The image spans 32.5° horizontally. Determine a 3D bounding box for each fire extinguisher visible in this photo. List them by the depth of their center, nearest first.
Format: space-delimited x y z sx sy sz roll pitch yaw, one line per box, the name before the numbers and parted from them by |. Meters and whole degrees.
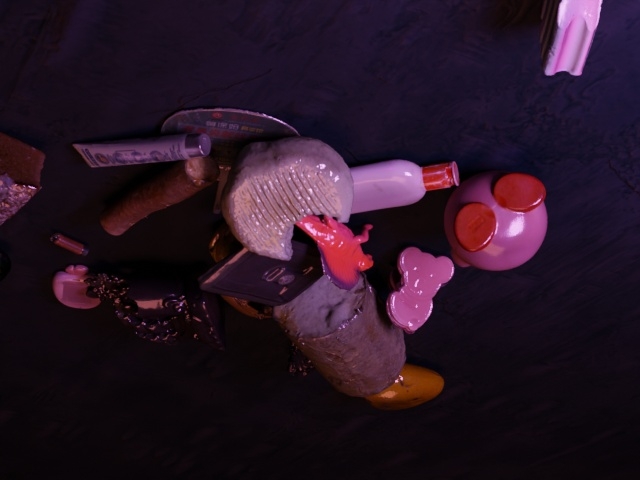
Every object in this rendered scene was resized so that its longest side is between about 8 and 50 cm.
fire extinguisher | -0.468 0.006 2.030 0.083 0.022 0.028 30 177 -39

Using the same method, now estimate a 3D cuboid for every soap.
soap | 0.313 -0.290 1.375 0.056 0.100 0.149 0 150 0

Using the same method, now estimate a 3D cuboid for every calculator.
calculator | -0.483 0.094 2.190 0.103 0.024 0.166 5 149 -5

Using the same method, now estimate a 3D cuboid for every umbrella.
umbrella | -0.031 0.233 2.366 0.070 0.071 0.248 5 149 -5

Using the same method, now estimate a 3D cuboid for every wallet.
wallet | -0.088 0.054 1.913 0.168 0.052 0.245 -35 154 24

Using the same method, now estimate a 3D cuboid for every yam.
yam | -0.276 -0.074 1.825 0.066 0.066 0.299 23 150 -33
yam | 0.049 0.172 2.132 0.195 0.195 0.300 -9 148 20

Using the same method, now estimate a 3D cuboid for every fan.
fan | -0.125 -0.133 1.777 0.223 0.012 0.294 -8 149 16

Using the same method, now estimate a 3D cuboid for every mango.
mango | 0.188 0.331 2.497 0.195 0.098 0.137 0 147 -7

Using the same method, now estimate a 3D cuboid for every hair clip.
hair clip | 0.177 0.090 2.028 0.123 0.138 0.102 25 139 -22

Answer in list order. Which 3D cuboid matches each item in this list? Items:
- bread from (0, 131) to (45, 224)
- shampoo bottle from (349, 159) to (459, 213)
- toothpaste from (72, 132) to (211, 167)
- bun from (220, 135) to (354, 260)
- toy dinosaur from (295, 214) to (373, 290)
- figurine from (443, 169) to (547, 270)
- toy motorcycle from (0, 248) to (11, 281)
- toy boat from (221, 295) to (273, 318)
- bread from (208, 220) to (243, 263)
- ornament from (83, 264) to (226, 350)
bread | -0.650 -0.145 1.688 0.416 0.113 0.165 22 143 -30
shampoo bottle | 0.115 -0.092 1.790 0.220 0.051 0.108 -8 147 19
toothpaste | -0.283 -0.142 1.731 0.239 0.039 0.062 -3 146 25
bun | -0.052 -0.075 1.735 0.212 0.126 0.204 -7 122 2
toy dinosaur | 0.002 0.008 1.880 0.070 0.139 0.286 -19 147 36
figurine | 0.283 -0.030 1.778 0.173 0.173 0.173 2 151 1
toy motorcycle | -0.751 0.037 1.995 0.342 0.142 0.206 31 102 -40
toy boat | -0.139 0.122 2.192 0.049 0.047 0.149 -20 143 33
bread | -0.136 0.010 1.953 0.157 0.094 0.083 -14 151 34
ornament | -0.329 0.138 2.174 0.260 0.106 0.251 -3 148 8
